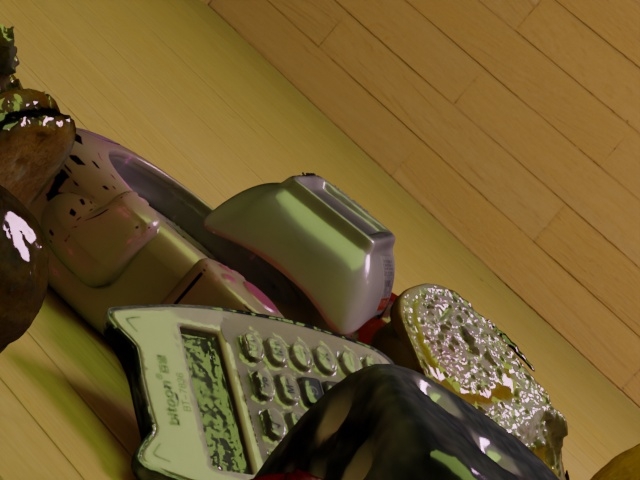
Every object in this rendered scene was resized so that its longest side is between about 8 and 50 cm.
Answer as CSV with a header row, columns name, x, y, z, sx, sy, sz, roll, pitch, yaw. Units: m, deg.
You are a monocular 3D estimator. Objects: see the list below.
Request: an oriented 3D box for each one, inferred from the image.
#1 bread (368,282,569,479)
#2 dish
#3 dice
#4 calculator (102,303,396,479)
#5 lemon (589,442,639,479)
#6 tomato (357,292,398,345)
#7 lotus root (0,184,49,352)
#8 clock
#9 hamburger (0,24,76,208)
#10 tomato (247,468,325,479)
name,x,y,z,sx,sy,sz,roll,pitch,yaw
bread,0.114,0.183,1.651,0.261,0.156,0.158,52,35,14
dish,0.000,0.000,1.581,0.151,0.077,0.212,38,7,7
dice,0.057,0.200,1.189,0.182,0.181,0.183,37,10,-19
calculator,-0.026,0.124,1.340,0.268,0.040,0.177,9,45,-28
lemon,0.371,0.308,1.907,0.240,0.219,0.240,38,5,-4
tomato,0.060,0.096,1.857,0.159,0.091,0.139,-16,59,-47
lotus root,-0.263,-0.011,1.099,0.241,0.123,0.124,31,-17,-33
clock,-0.131,0.018,1.562,0.309,0.114,0.284,41,10,14
hamburger,-0.259,-0.076,1.283,0.131,0.185,0.159,46,25,14
tomato,-0.030,0.225,0.841,0.200,0.139,0.233,-25,100,-73
